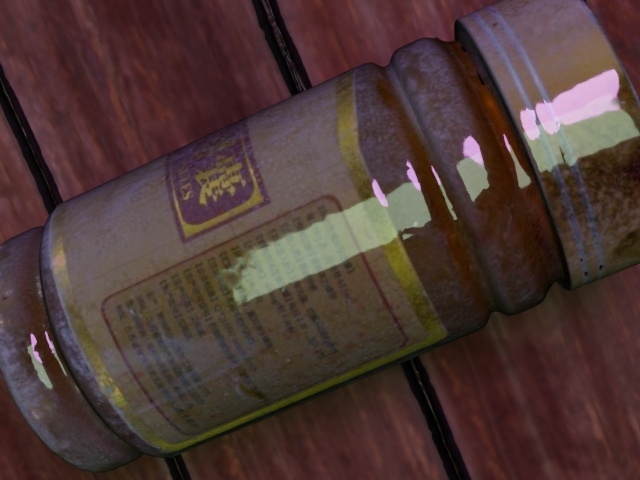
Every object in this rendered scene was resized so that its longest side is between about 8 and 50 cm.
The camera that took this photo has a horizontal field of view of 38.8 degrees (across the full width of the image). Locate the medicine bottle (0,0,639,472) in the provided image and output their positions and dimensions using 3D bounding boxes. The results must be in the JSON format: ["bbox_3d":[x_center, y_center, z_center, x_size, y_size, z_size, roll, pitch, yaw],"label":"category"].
[{"bbox_3d":[0.000,0.000,0.481,0.322,0.151,0.151,-24,97,7],"label":"medicine bottle"}]
